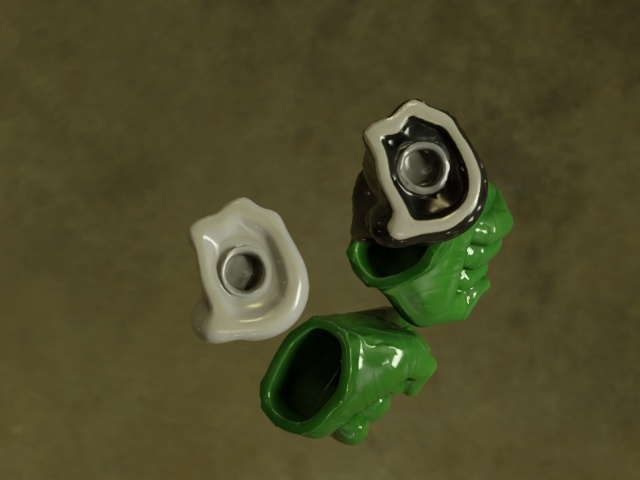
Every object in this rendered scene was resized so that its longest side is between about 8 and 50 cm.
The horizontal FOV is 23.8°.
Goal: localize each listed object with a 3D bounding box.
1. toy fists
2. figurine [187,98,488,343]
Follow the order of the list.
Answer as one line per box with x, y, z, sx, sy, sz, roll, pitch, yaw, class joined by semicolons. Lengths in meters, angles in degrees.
0.065;0.061;1.316;0.096;0.142;0.279;37;105;23;toy fists
0.000;0.000;1.064;0.215;0.209;0.092;-29;87;-5;figurine
